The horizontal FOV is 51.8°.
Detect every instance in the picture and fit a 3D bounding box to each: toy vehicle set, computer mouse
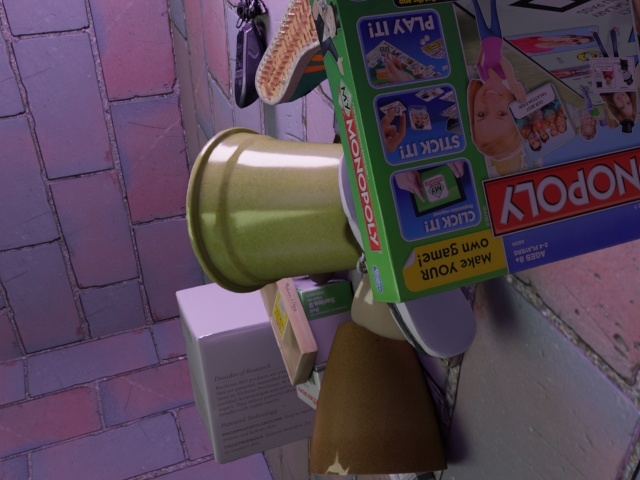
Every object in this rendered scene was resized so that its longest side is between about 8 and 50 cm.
[{"bbox_3d":[-0.077,0.166,1.458,0.166,0.035,0.266,107,147,-54],"label":"toy vehicle set"},{"bbox_3d":[-0.168,-0.467,1.656,0.188,0.072,0.272,-142,54,-66],"label":"computer mouse"}]

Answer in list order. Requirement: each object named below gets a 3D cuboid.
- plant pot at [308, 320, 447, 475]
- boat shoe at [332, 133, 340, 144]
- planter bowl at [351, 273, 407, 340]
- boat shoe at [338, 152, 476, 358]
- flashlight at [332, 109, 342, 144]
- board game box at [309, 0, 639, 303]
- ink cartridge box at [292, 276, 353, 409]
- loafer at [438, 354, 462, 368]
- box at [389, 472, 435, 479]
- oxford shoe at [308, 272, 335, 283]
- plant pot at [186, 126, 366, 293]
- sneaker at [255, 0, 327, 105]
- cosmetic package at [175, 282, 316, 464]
[{"bbox_3d":[0.095,0.273,1.162,0.237,0.237,0.254,131,140,-68],"label":"plant pot"},{"bbox_3d":[0.047,-0.171,1.248,0.153,0.048,0.056,114,165,-52],"label":"boat shoe"},{"bbox_3d":[0.139,0.086,0.991,0.109,0.162,0.162,33,140,27],"label":"planter bowl"},{"bbox_3d":[0.104,0.013,0.883,0.306,0.113,0.105,61,162,4],"label":"boat shoe"},{"bbox_3d":[0.060,-0.102,1.157,0.103,0.103,0.304,26,130,34],"label":"flashlight"},{"bbox_3d":[0.167,-0.095,0.477,0.046,0.317,0.213,172,85,-71],"label":"board game box"},{"bbox_3d":[0.005,0.234,1.513,0.211,0.122,0.289,-179,77,-71],"label":"ink cartridge box"},{"bbox_3d":[0.197,0.160,1.014,0.125,0.039,0.045,100,151,-50],"label":"loafer"},{"bbox_3d":[0.197,0.511,1.261,0.145,0.038,0.186,104,149,-55],"label":"box"},{"bbox_3d":[0.000,0.000,1.331,0.098,0.097,0.271,-70,-12,-48],"label":"oxford shoe"},{"bbox_3d":[-0.023,-0.050,1.032,0.254,0.276,0.276,0,105,33],"label":"plant pot"},{"bbox_3d":[-0.004,-0.362,1.170,0.108,0.121,0.302,57,136,10],"label":"sneaker"},{"bbox_3d":[-0.199,0.342,1.876,0.329,0.328,0.393,-140,41,-62],"label":"cosmetic package"}]
